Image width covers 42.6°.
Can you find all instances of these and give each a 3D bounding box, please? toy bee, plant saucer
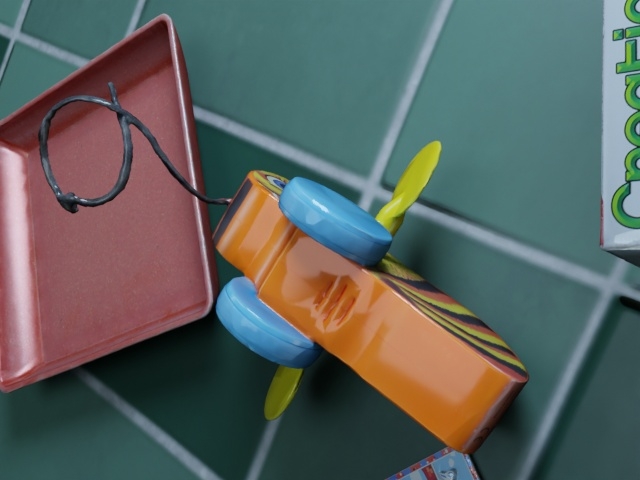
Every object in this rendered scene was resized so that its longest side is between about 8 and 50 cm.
[{"bbox_3d":[0.000,0.000,0.523,0.195,0.162,0.298,-36,87,16],"label":"toy bee"},{"bbox_3d":[-0.189,-0.023,0.707,0.259,0.048,0.259,-22,69,30],"label":"plant saucer"}]

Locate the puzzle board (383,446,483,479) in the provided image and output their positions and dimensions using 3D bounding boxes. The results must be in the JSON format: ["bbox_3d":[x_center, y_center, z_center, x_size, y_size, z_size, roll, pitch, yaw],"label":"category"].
[{"bbox_3d":[0.074,0.200,0.496,0.096,0.011,0.128,-36,62,25],"label":"puzzle board"}]

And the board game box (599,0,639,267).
[{"bbox_3d":[0.180,-0.131,0.372,0.053,0.193,0.305,-3,79,35],"label":"board game box"}]
